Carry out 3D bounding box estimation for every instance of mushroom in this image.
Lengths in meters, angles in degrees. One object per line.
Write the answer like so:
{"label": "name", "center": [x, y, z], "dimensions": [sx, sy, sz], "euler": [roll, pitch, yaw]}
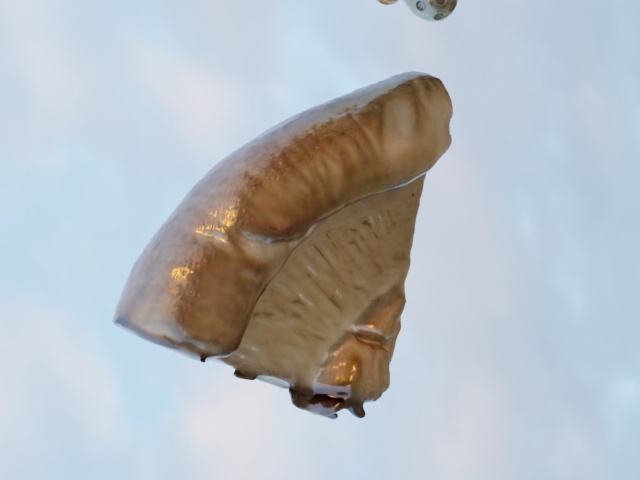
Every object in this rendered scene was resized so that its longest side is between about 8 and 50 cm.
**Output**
{"label": "mushroom", "center": [-0.029, -0.030, 1.828], "dimensions": [0.313, 0.224, 0.397], "euler": [23, -96, -25]}

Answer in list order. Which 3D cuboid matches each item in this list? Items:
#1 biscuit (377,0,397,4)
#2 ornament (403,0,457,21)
{"label": "biscuit", "center": [-0.019, -0.330, 1.639], "dimensions": [0.030, 0.249, 0.160], "euler": [101, -174, -69]}
{"label": "ornament", "center": [0.134, -0.380, 2.461], "dimensions": [0.081, 0.156, 0.075], "euler": [-54, -29, -12]}
